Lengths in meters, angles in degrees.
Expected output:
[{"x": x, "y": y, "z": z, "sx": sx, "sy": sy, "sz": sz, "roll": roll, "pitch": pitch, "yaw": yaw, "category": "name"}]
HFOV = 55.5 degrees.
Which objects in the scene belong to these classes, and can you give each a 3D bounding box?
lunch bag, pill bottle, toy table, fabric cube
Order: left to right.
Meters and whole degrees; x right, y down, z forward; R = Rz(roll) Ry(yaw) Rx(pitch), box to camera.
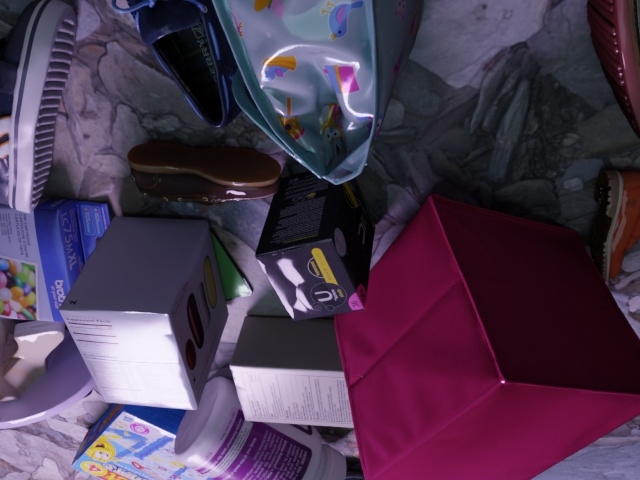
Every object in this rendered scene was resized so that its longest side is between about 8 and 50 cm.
[{"x": -0.530, "y": 0.198, "z": 1.020, "sx": 0.274, "sy": 0.252, "sz": 0.161, "roll": -19, "pitch": 144, "yaw": -11, "category": "toy table"}, {"x": -0.105, "y": 0.394, "z": 1.139, "sx": 0.301, "sy": 0.169, "sz": 0.169, "roll": 34, "pitch": 128, "yaw": -18, "category": "pill bottle"}, {"x": 0.010, "y": -0.213, "z": 0.553, "sx": 0.160, "sy": 0.223, "sz": 0.262, "roll": -1, "pitch": 132, "yaw": 19, "category": "lunch bag"}, {"x": 0.198, "y": 0.136, "z": 0.764, "sx": 0.254, "sy": 0.259, "sz": 0.258, "roll": 11, "pitch": 135, "yaw": -25, "category": "fabric cube"}]

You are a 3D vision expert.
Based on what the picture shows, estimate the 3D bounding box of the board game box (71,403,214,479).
[{"x": -0.320, "y": 0.446, "z": 1.280, "sx": 0.308, "sy": 0.086, "sz": 0.302, "roll": 32, "pitch": 129, "yaw": -17, "category": "board game box"}]

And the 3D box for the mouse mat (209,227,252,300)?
[{"x": -0.219, "y": 0.052, "z": 0.972, "sx": 0.190, "sy": 0.007, "sz": 0.152, "roll": -13, "pitch": 127, "yaw": 19, "category": "mouse mat"}]

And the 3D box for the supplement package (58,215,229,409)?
[{"x": -0.239, "y": 0.103, "z": 0.885, "sx": 0.149, "sy": 0.194, "sz": 0.203, "roll": 2, "pitch": 131, "yaw": 8, "category": "supplement package"}]

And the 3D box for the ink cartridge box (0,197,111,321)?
[{"x": -0.466, "y": 0.027, "z": 0.925, "sx": 0.311, "sy": 0.065, "sz": 0.185, "roll": 2, "pitch": 111, "yaw": 6, "category": "ink cartridge box"}]

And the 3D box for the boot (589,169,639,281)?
[{"x": 0.388, "y": -0.014, "z": 0.762, "sx": 0.085, "sy": 0.059, "sz": 0.158, "roll": -2, "pitch": 123, "yaw": 4, "category": "boot"}]

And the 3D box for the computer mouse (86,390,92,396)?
[{"x": -0.544, "y": 0.228, "z": 1.171, "sx": 0.242, "sy": 0.041, "sz": 0.071, "roll": 38, "pitch": 118, "yaw": -13, "category": "computer mouse"}]

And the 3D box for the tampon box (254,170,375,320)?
[{"x": 0.000, "y": 0.000, "z": 0.781, "sx": 0.101, "sy": 0.161, "sz": 0.120, "roll": -12, "pitch": 128, "yaw": 20, "category": "tampon box"}]

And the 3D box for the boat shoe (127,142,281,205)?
[{"x": -0.149, "y": -0.081, "z": 0.802, "sx": 0.207, "sy": 0.073, "sz": 0.073, "roll": 9, "pitch": 134, "yaw": 12, "category": "boat shoe"}]

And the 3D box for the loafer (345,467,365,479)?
[{"x": 0.040, "y": 0.524, "z": 1.297, "sx": 0.303, "sy": 0.095, "sz": 0.109, "roll": 5, "pitch": 101, "yaw": 1, "category": "loafer"}]

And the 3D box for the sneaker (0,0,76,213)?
[{"x": -0.388, "y": -0.162, "z": 0.737, "sx": 0.127, "sy": 0.126, "sz": 0.321, "roll": 22, "pitch": 133, "yaw": -16, "category": "sneaker"}]

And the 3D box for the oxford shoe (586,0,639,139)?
[{"x": 0.310, "y": -0.243, "z": 0.542, "sx": 0.130, "sy": 0.123, "sz": 0.348, "roll": -16, "pitch": 127, "yaw": 16, "category": "oxford shoe"}]

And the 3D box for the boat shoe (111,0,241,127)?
[{"x": -0.147, "y": -0.240, "z": 0.647, "sx": 0.109, "sy": 0.089, "sz": 0.258, "roll": -20, "pitch": 124, "yaw": 25, "category": "boat shoe"}]

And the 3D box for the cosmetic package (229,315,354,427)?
[{"x": 0.024, "y": 0.220, "z": 1.002, "sx": 0.309, "sy": 0.113, "sz": 0.160, "roll": 2, "pitch": 131, "yaw": 9, "category": "cosmetic package"}]
